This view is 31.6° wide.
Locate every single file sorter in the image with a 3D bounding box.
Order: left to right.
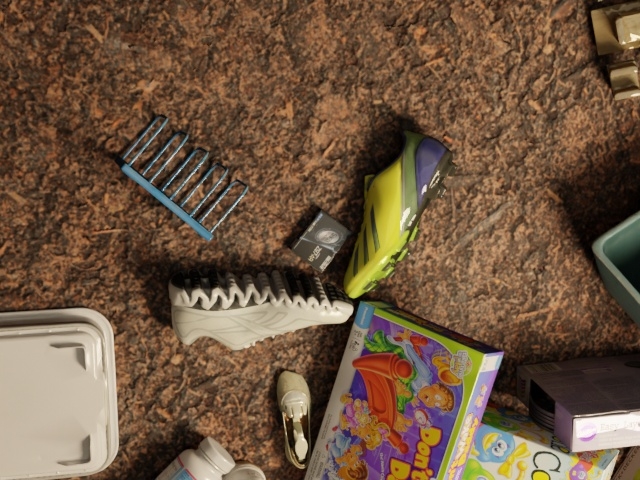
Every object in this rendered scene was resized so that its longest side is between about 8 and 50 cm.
[{"bbox_3d":[-0.209,-0.099,1.709,0.170,0.118,0.104,40,88,-17],"label":"file sorter"}]

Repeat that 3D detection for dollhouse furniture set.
[{"bbox_3d":[0.565,-0.367,1.833,0.242,0.161,0.212,-11,105,13],"label":"dollhouse furniture set"}]

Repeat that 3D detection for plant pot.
[{"bbox_3d":[0.616,0.079,1.848,0.247,0.248,0.252,-33,151,-3],"label":"plant pot"}]

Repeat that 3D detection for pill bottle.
[{"bbox_3d":[-0.217,0.397,1.829,0.160,0.087,0.087,-44,107,0],"label":"pill bottle"}]

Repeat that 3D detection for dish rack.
[{"bbox_3d":[-0.483,0.254,1.750,0.333,0.072,0.285,-3,102,-13],"label":"dish rack"}]

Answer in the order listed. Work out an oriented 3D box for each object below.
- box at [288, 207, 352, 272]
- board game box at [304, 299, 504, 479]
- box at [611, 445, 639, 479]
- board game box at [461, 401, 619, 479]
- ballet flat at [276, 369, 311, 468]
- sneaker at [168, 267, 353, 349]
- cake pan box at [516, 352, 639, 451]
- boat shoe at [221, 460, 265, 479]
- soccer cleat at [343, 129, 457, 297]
[{"bbox_3d":[0.000,0.000,1.826,0.067,0.018,0.083,38,92,-17],"label":"box"},{"bbox_3d":[0.126,0.298,1.815,0.078,0.233,0.347,4,105,-58],"label":"board game box"},{"bbox_3d":[0.675,0.466,2.032,0.290,0.087,0.169,27,103,-16],"label":"box"},{"bbox_3d":[0.324,0.372,1.844,0.275,0.142,0.144,18,99,21],"label":"board game box"},{"bbox_3d":[-0.036,0.297,1.865,0.057,0.052,0.168,-10,104,-10],"label":"ballet flat"},{"bbox_3d":[-0.095,0.114,1.793,0.292,0.110,0.118,3,109,-5],"label":"sneaker"},{"bbox_3d":[0.480,0.263,1.871,0.267,0.246,0.070,-4,103,-12],"label":"cake pan box"},{"bbox_3d":[-0.182,0.494,1.853,0.098,0.096,0.277,31,94,-17],"label":"boat shoe"},{"bbox_3d":[0.106,-0.043,1.819,0.121,0.093,0.289,33,99,13],"label":"soccer cleat"}]
